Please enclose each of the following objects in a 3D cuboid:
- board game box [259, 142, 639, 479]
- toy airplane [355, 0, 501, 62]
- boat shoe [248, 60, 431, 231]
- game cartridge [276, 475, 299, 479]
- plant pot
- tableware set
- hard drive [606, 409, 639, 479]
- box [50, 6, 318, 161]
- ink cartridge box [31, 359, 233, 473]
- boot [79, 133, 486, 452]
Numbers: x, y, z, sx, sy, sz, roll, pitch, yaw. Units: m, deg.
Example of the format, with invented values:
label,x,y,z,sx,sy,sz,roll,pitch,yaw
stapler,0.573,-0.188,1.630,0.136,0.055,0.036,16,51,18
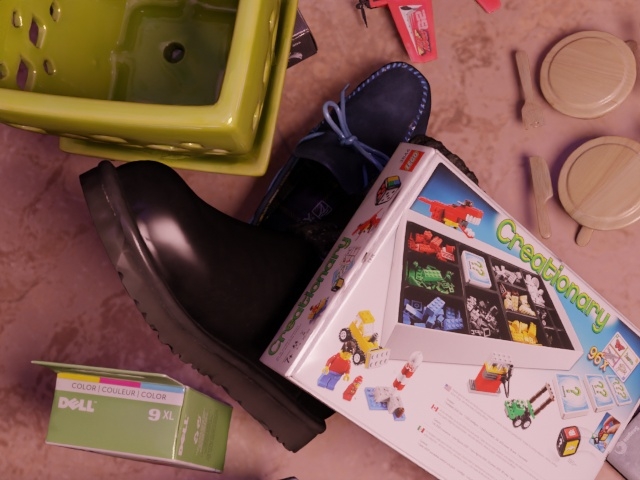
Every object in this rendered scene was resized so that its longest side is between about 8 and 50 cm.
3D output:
label,x,y,z,sx,sy,sz,roll,pitch,yaw
board game box,0.123,0.090,0.862,0.305,0.053,0.193,38,81,-29
toy airplane,0.106,-0.241,1.063,0.151,0.028,0.151,-2,77,8
boat shoe,0.017,-0.052,0.997,0.109,0.089,0.258,30,82,15
game cartridge,-0.074,0.383,0.863,0.230,0.068,0.355,-14,81,-11
plant pot,-0.137,-0.176,0.934,0.227,0.207,0.228,7,79,11
tableware set,0.250,-0.096,0.999,0.128,0.039,0.194,-11,68,18
hard drive,0.313,0.190,0.922,0.094,0.022,0.135,-45,73,-4
box,-0.145,-0.210,1.081,0.231,0.056,0.183,-29,73,1
ink cartridge box,-0.150,0.147,0.910,0.109,0.209,0.062,6,76,11
boot,-0.001,-0.002,0.880,0.260,0.348,0.131,-36,46,3
